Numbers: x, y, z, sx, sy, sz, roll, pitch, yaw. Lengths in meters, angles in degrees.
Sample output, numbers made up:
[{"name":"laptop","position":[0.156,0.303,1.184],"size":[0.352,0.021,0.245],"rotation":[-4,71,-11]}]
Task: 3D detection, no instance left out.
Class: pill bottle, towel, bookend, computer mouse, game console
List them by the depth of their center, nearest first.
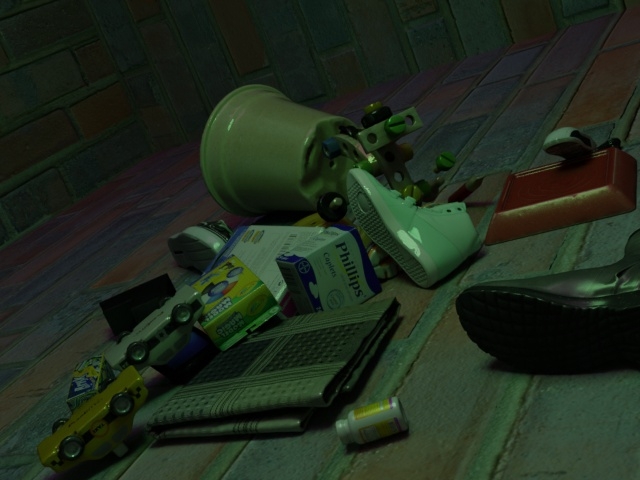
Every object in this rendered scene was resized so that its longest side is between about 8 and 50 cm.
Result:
[{"name":"pill bottle","position":[0.063,0.225,1.146],"size":[0.083,0.043,0.043],"rotation":[-19,17,8]},{"name":"towel","position":[-0.058,0.196,1.406],"size":[0.324,0.056,0.312],"rotation":[-15,15,31]},{"name":"game console","position":[-0.224,0.180,1.591],"size":[0.122,0.071,0.107],"rotation":[-38,0,-42]},{"name":"computer mouse","position":[0.474,-0.180,1.725],"size":[0.106,0.042,0.193],"rotation":[-17,-17,36]},{"name":"bookend","position":[-0.366,0.149,1.882],"size":[0.156,0.072,0.157],"rotation":[-24,17,-2]}]

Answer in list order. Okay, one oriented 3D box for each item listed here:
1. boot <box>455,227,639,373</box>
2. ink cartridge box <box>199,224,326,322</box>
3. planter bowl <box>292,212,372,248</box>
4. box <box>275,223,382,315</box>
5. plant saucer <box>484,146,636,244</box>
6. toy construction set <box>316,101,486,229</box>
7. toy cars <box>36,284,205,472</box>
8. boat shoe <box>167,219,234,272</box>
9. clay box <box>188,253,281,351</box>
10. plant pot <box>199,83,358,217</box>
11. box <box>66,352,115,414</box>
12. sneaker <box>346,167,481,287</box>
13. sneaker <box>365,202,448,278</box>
[{"name":"boot","position":[0.358,0.060,1.160],"size":[0.338,0.118,0.222],"rotation":[2,31,37]},{"name":"ink cartridge box","position":[-0.112,0.059,1.753],"size":[0.311,0.065,0.186],"rotation":[5,55,53]},{"name":"planter bowl","position":[0.000,0.000,1.848],"size":[0.217,0.090,0.217],"rotation":[-20,17,6]},{"name":"box","position":[0.015,0.058,1.582],"size":[0.137,0.126,0.072],"rotation":[-31,17,-26]},{"name":"plant saucer","position":[0.426,-0.090,1.660],"size":[0.259,0.048,0.258],"rotation":[-15,18,25]},{"name":"toy construction set","position":[0.163,-0.132,1.730],"size":[0.308,0.258,0.237],"rotation":[1,-18,-18]},{"name":"toy cars","position":[-0.292,0.222,1.466],"size":[0.176,0.087,0.394],"rotation":[-23,24,33]},{"name":"boat shoe","position":[-0.253,-0.001,2.115],"size":[0.119,0.121,0.335],"rotation":[-33,17,-20]},{"name":"clay box","position":[-0.159,0.104,1.605],"size":[0.127,0.053,0.222],"rotation":[-36,23,-10]},{"name":"plant pot","position":[-0.064,-0.198,2.225],"size":[0.333,0.334,0.305],"rotation":[-34,31,-34]},{"name":"box","position":[-0.396,0.257,1.614],"size":[0.059,0.054,0.169],"rotation":[-23,16,-3]},{"name":"sneaker","position":[0.162,-0.045,1.602],"size":[0.151,0.256,0.094],"rotation":[-28,-26,-24]},{"name":"sneaker","position":[0.156,-0.006,1.687],"size":[0.214,0.084,0.083],"rotation":[-29,11,-22]}]
